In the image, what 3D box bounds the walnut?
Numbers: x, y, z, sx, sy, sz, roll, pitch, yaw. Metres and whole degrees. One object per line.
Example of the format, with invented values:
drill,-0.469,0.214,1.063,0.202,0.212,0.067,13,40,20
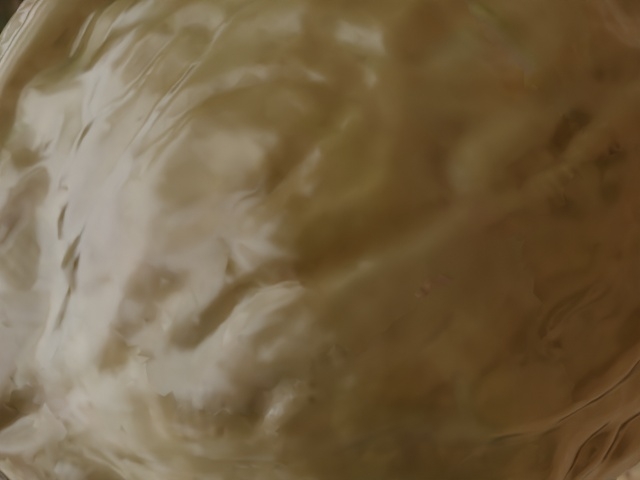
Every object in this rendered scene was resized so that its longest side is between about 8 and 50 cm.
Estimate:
walnut,0.001,0.002,0.674,0.277,0.313,0.252,21,130,40
